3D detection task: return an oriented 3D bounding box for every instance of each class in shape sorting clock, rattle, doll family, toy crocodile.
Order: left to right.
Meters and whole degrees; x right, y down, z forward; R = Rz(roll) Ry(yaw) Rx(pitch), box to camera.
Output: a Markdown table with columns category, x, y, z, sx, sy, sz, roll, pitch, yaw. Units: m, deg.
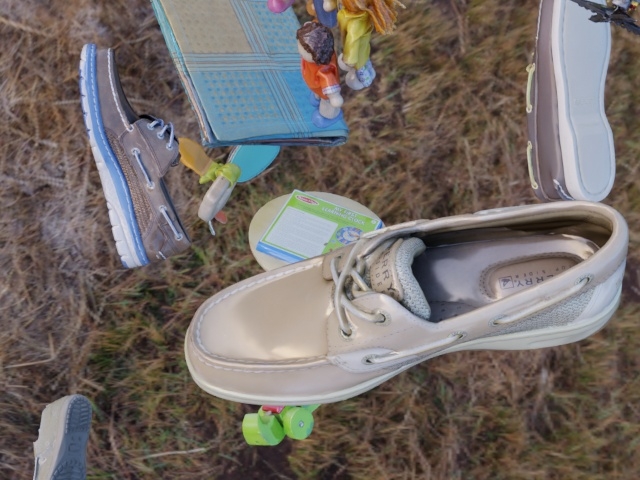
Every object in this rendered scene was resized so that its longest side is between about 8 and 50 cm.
| category | x | y | z | sx | sy | sz | roll | pitch | yaw |
| --- | --- | --- | --- | --- | --- | --- | --- | --- | --- |
| rattle | -0.238 | -0.101 | 1.530 | 0.142 | 0.200 | 0.130 | 17 | 75 | -8 |
| toy crocodile | -0.036 | 0.327 | 1.663 | 0.340 | 0.115 | 0.105 | -36 | 112 | -38 |
| shape sorting clock | 0.000 | 0.000 | 1.116 | 0.206 | 0.040 | 0.206 | 4 | 47 | -4 |
| doll family | 0.006 | -0.257 | 0.786 | 0.118 | 0.163 | 0.263 | -21 | 69 | -4 |

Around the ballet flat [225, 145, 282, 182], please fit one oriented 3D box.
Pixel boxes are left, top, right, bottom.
| category | x | y | z | sx | sy | sz | roll | pitch | yaw |
| --- | --- | --- | --- | --- | --- | --- | --- | --- | --- |
| ballet flat | -0.117 | -0.247 | 1.748 | 0.280 | 0.096 | 0.095 | -48 | 120 | 0 |

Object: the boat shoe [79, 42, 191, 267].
| category | x | y | z | sx | sy | sz | roll | pitch | yaw |
| --- | --- | --- | --- | --- | --- | --- | --- | --- | --- |
| boat shoe | -0.147 | -0.071 | 0.633 | 0.066 | 0.066 | 0.183 | -12 | 112 | -7 |

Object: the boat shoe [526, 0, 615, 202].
| category | x | y | z | sx | sy | sz | roll | pitch | yaw |
| --- | --- | --- | --- | --- | --- | --- | --- | --- | --- |
| boat shoe | 0.326 | -0.212 | 1.051 | 0.116 | 0.096 | 0.324 | -6 | 93 | -33 |

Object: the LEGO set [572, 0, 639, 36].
| category | x | y | z | sx | sy | sz | roll | pitch | yaw |
| --- | --- | --- | --- | --- | --- | --- | --- | --- | --- |
| LEGO set | 0.369 | -0.190 | 0.705 | 0.331 | 0.192 | 0.255 | 26 | 22 | -2 |

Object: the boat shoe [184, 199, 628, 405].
| category | x | y | z | sx | sy | sz | roll | pitch | yaw |
| --- | --- | --- | --- | --- | --- | --- | --- | --- | --- |
| boat shoe | 0.047 | 0.034 | 0.514 | 0.098 | 0.302 | 0.109 | 68 | 14 | -58 |

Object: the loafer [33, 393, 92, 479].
| category | x | y | z | sx | sy | sz | roll | pitch | yaw |
| --- | --- | --- | --- | --- | --- | --- | --- | --- | --- |
| loafer | -0.535 | 0.448 | 1.585 | 0.102 | 0.092 | 0.269 | 32 | 62 | -52 |

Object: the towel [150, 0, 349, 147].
| category | x | y | z | sx | sy | sz | roll | pitch | yaw |
| --- | --- | --- | --- | --- | --- | --- | --- | --- | --- |
| towel | -0.122 | -0.304 | 1.250 | 0.271 | 0.040 | 0.370 | -7 | 64 | -37 |
